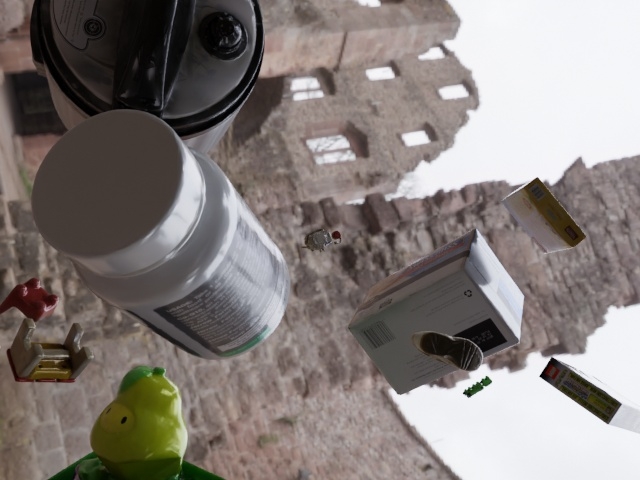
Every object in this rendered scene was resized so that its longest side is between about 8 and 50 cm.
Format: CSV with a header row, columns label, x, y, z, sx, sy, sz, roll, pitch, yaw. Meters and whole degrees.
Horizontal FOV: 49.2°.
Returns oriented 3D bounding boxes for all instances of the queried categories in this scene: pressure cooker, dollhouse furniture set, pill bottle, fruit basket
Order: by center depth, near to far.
label,x,y,z,sx,sy,sz,roll,pitch,yaw
pill bottle,-0.177,0.009,0.864,0.361,0.204,0.204,61,7,-64
dollhouse furniture set,-0.564,0.139,1.043,0.152,0.374,0.201,-50,-127,21
pressure cooker,-0.286,-0.331,1.195,0.370,0.375,0.420,60,-18,-5
fruit basket,-0.354,0.436,1.282,0.391,0.282,0.393,20,-58,35

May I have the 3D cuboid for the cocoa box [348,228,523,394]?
label,x,y,z,sx,sy,sz,roll,pitch,yaw
cocoa box,0.288,0.176,1.718,0.347,0.228,0.231,-32,-79,30

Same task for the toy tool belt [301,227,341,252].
label,x,y,z,sx,sy,sz,roll,pitch,yaw
toy tool belt,0.000,0.000,1.551,0.051,0.083,0.052,-27,-99,55

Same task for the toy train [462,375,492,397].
label,x,y,z,sx,sy,sz,roll,pitch,yaw
toy train,0.372,0.347,1.651,0.024,0.083,0.017,50,-26,31

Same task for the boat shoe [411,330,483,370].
label,x,y,z,sx,sy,sz,roll,pitch,yaw
boat shoe,0.205,0.174,1.130,0.045,0.135,0.050,10,-105,61

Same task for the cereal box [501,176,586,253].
label,x,y,z,sx,sy,sz,roll,pitch,yaw
cereal box,0.518,-0.054,1.641,0.173,0.047,0.240,52,0,4

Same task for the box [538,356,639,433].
label,x,y,z,sx,sy,sz,roll,pitch,yaw
box,0.412,0.232,1.032,0.114,0.207,0.036,36,-84,40
